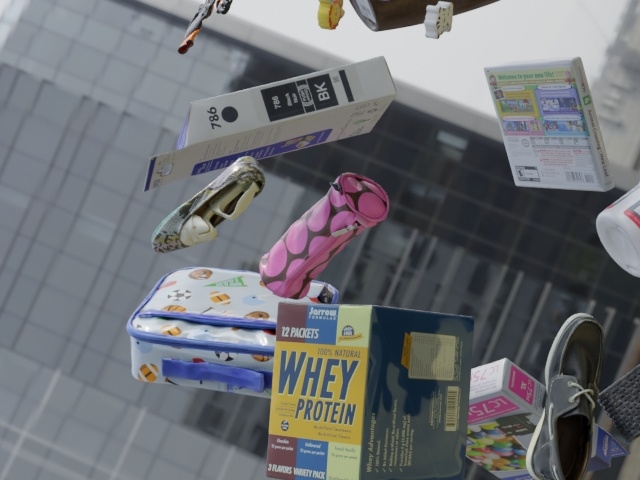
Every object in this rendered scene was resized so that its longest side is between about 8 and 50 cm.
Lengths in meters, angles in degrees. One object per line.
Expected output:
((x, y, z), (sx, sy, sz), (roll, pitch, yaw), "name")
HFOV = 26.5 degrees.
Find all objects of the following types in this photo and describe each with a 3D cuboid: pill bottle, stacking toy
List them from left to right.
((0.078, -0.356, 1.644), (0.052, 0.167, 0.221), (-36, -48, -55), "stacking toy")
((0.473, -0.041, 1.831), (0.180, 0.108, 0.108), (-35, -18, -13), "pill bottle")

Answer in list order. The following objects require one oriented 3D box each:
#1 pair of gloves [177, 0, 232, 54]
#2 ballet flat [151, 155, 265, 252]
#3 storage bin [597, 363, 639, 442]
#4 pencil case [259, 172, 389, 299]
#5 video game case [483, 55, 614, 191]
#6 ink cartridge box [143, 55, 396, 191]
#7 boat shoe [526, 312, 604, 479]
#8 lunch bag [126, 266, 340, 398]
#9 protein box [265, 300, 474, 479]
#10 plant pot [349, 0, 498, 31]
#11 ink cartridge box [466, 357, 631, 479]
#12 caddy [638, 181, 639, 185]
((-0.082, -0.190, 1.083), (0.083, 0.010, 0.074), (-37, 26, 44), "pair of gloves")
((-0.091, -0.023, 1.132), (0.114, 0.041, 0.041), (-41, -11, -3), "ballet flat")
((0.510, 0.209, 1.995), (0.180, 0.084, 0.122), (-42, -17, 28), "storage bin")
((0.000, 0.000, 1.839), (0.209, 0.095, 0.098), (-47, 31, 36), "pencil case")
((0.328, -0.167, 1.962), (0.023, 0.212, 0.193), (-24, -75, -24), "video game case")
((-0.078, -0.152, 1.774), (0.165, 0.332, 0.065), (133, 120, -73), "ink cartridge box")
((0.340, 0.213, 1.799), (0.079, 0.084, 0.233), (-174, 98, -72), "boat shoe")
((-0.116, 0.135, 1.963), (0.243, 0.303, 0.115), (-56, -32, -64), "lunch bag")
((0.060, 0.175, 1.541), (0.201, 0.136, 0.200), (10, -97, -49), "protein box")
((0.150, -0.394, 1.908), (0.230, 0.215, 0.215), (-31, -16, -7), "plant pot")
((0.297, 0.287, 2.014), (0.185, 0.311, 0.065), (-23, 45, 41), "ink cartridge box")
((0.668, -0.048, 2.361), (0.341, 0.241, 0.179), (-56, -6, -29), "caddy")
